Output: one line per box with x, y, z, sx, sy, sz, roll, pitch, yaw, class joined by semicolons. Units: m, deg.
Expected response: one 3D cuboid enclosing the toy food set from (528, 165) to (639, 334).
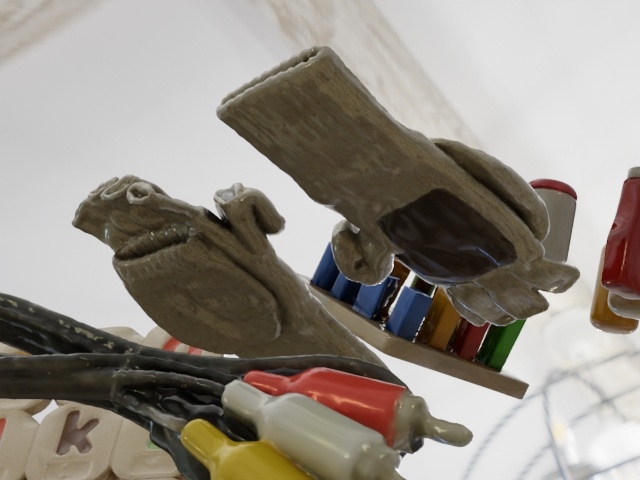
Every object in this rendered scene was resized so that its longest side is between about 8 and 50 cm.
0.194;-0.012;1.260;0.232;0.105;0.111;25;-20;-37;toy food set

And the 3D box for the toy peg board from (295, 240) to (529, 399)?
0.075;0.044;1.327;0.160;0.161;0.079;21;-85;-40;toy peg board

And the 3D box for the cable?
-0.066;0.060;0.779;0.287;0.139;0.072;26;-49;18;cable

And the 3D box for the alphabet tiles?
-0.154;0.155;1.017;0.284;0.278;0.021;-7;-50;12;alphabet tiles

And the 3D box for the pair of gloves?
0.000;0.000;0.881;0.204;0.042;0.240;35;-42;-23;pair of gloves
